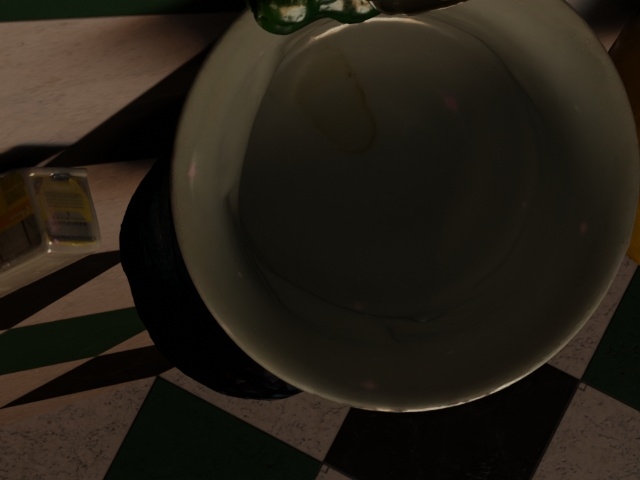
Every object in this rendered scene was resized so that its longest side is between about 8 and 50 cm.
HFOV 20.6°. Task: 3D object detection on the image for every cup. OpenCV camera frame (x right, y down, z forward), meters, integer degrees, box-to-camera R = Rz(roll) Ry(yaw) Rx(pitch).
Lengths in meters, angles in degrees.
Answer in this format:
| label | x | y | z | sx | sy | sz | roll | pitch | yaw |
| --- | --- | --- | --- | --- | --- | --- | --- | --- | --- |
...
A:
| label | x | y | z | sx | sy | sz | roll | pitch | yaw |
| --- | --- | --- | --- | --- | --- | --- | --- | --- | --- |
| cup | 0.056 | -0.056 | 1.357 | 0.347 | 0.347 | 0.163 | -17 | -169 | -4 |

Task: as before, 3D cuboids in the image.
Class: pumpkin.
| label | x | y | z | sx | sy | sz | roll | pitch | yaw |
| --- | --- | --- | --- | --- | --- | --- | --- | --- | --- |
| pumpkin | 0.000 | 0.000 | 1.625 | 0.363 | 0.266 | 0.363 | -21 | 174 | -2 |

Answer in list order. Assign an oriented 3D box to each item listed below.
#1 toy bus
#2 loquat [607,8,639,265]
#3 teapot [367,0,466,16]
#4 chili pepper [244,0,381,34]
| label | x | y | z | sx | sy | sz | roll | pitch | yaw |
| --- | --- | --- | --- | --- | --- | --- | --- | --- | --- |
| toy bus | -0.316 | 0.010 | 1.582 | 0.268 | 0.106 | 0.092 | -24 | 167 | 33 |
| loquat | 0.391 | -0.112 | 1.641 | 0.328 | 0.328 | 0.359 | -15 | -147 | -16 |
| teapot | 0.078 | -0.204 | 1.026 | 0.166 | 0.119 | 0.130 | -17 | 171 | -6 |
| chili pepper | 0.061 | -0.199 | 1.144 | 0.253 | 0.083 | 0.099 | -21 | 180 | -10 |
